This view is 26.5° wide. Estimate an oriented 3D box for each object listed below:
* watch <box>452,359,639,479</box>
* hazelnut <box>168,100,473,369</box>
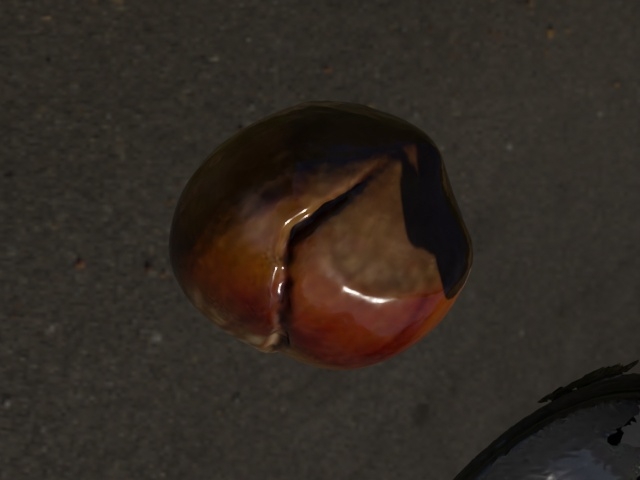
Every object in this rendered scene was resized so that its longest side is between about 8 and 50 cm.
[{"bbox_3d":[0.219,0.232,0.909,0.335,0.327,0.314,-43,106,1],"label":"watch"},{"bbox_3d":[0.000,0.000,1.655,0.315,0.372,0.372,-72,147,-51],"label":"hazelnut"}]
